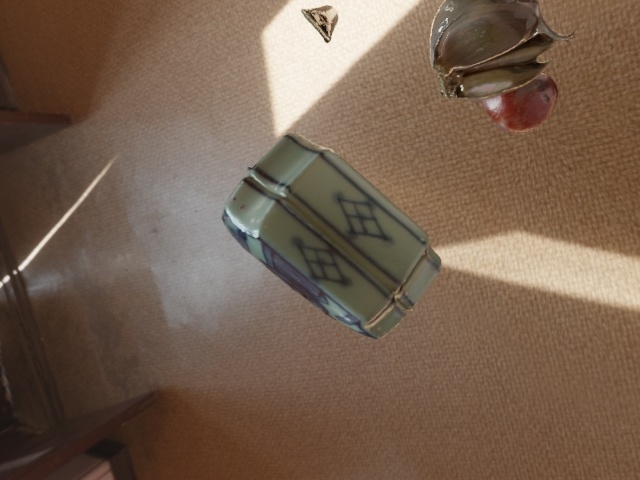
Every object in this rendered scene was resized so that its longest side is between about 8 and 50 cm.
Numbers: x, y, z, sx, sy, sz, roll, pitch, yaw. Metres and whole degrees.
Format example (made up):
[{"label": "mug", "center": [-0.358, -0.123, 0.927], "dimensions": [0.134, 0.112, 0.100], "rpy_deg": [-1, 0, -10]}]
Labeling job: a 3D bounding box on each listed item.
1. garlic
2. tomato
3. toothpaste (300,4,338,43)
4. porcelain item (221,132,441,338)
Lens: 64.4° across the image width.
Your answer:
[{"label": "garlic", "center": [0.345, -0.406, 1.040], "dimensions": [0.292, 0.210, 0.237], "rpy_deg": [-25, 104, 32]}, {"label": "tomato", "center": [0.521, -0.370, 1.306], "dimensions": [0.189, 0.099, 0.173], "rpy_deg": [44, 92, -5]}, {"label": "toothpaste", "center": [0.005, -0.358, 0.828], "dimensions": [0.062, 0.216, 0.037], "rpy_deg": [42, 116, -14]}, {"label": "porcelain item", "center": [0.000, 0.000, 0.725], "dimensions": [0.286, 0.281, 0.157], "rpy_deg": [41, 83, -10]}]
